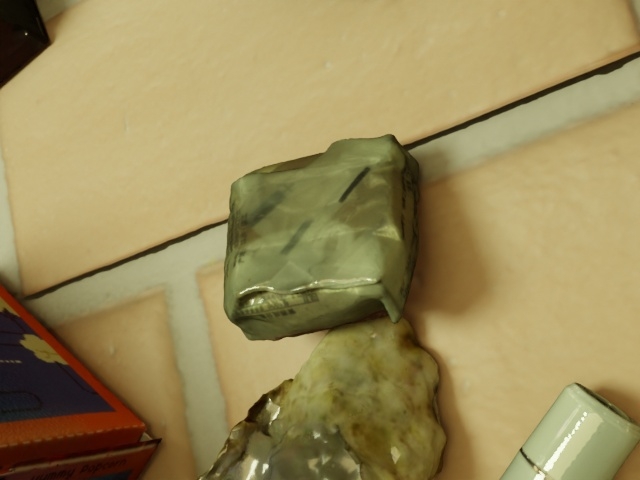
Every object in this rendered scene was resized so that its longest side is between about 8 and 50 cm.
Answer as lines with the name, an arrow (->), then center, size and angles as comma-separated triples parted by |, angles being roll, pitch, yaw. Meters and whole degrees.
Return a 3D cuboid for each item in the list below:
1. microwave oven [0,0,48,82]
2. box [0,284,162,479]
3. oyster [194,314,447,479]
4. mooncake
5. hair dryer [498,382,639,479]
microwave oven -> -0.399, -0.243, 0.684 | 0.188, 0.178, 0.247 | -30, 69, 17
box -> -0.361, 0.207, 0.506 | 0.257, 0.318, 0.349 | 35, 97, 28
oyster -> -0.044, 0.199, 0.461 | 0.341, 0.110, 0.166 | -40, 71, 2
mooncake -> 0.000, 0.000, 0.488 | 0.130, 0.073, 0.125 | -8, 52, 22
hair dryer -> 0.169, 0.148, 0.401 | 0.137, 0.047, 0.082 | 37, 98, 22
